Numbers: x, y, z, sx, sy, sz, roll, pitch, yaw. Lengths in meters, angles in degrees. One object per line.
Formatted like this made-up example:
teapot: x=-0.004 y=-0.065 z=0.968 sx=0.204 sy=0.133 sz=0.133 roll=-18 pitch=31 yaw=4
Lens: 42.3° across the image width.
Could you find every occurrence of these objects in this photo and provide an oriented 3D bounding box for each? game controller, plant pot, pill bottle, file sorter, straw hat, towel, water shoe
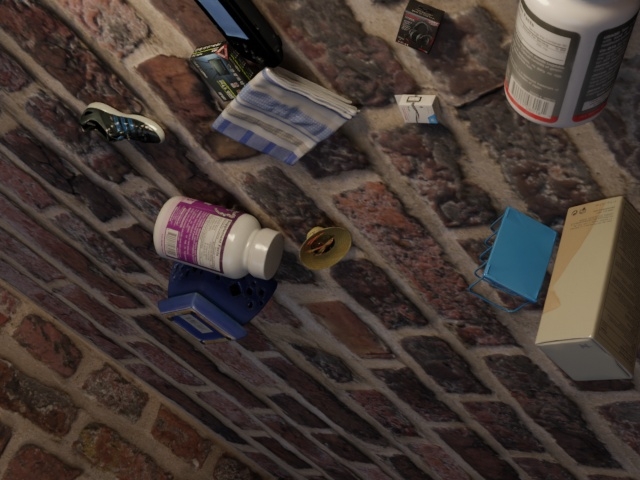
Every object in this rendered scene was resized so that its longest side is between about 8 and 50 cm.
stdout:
game controller: x=-0.187 y=-0.426 z=1.433 sx=0.166 sy=0.067 sz=0.319 roll=17 pitch=154 yaw=52
plant pot: x=-0.301 y=0.157 z=2.322 sx=0.236 sy=0.212 sz=0.236 roll=41 pitch=147 yaw=-27
pill bottle: x=0.356 y=-0.308 z=1.165 sx=0.161 sy=0.161 sz=0.283 roll=17 pitch=149 yaw=14
file sorter: x=0.388 y=0.043 z=1.690 sx=0.118 sy=0.170 sz=0.104 roll=27 pitch=154 yaw=-5
straw hat: x=0.000 y=0.000 z=2.003 sx=0.061 sy=0.144 sz=0.144 roll=55 pitch=172 yaw=39
towel: x=-0.077 y=-0.244 z=1.666 sx=0.209 sy=0.034 sz=0.285 roll=23 pitch=153 yaw=-23
water shoe: x=-0.461 y=-0.252 z=1.924 sx=0.203 sy=0.080 sz=0.073 roll=19 pitch=150 yaw=9
pill bottle: x=-0.252 y=0.000 z=2.085 sx=0.301 sy=0.169 sz=0.169 roll=16 pitch=149 yaw=16

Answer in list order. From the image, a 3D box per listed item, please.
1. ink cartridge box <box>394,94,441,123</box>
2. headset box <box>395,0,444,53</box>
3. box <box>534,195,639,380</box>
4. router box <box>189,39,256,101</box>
ink cartridge box: x=0.176 y=-0.243 z=1.529 sx=0.083 sy=0.028 sz=0.048 roll=6 pitch=145 yaw=29
headset box: x=0.164 y=-0.354 z=1.360 sx=0.062 sy=0.032 sz=0.083 roll=23 pitch=151 yaw=4
box: x=0.513 y=0.089 z=1.525 sx=0.148 sy=0.311 sz=0.121 roll=42 pitch=146 yaw=-27
router box: x=-0.186 y=-0.334 z=1.638 sx=0.092 sy=0.038 sz=0.122 roll=-2 pitch=141 yaw=39
